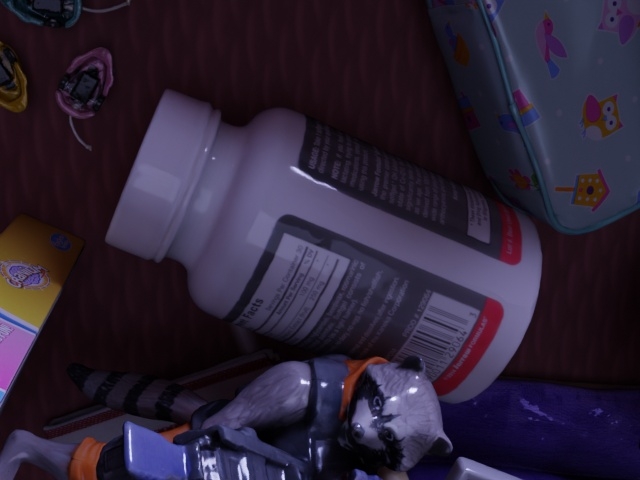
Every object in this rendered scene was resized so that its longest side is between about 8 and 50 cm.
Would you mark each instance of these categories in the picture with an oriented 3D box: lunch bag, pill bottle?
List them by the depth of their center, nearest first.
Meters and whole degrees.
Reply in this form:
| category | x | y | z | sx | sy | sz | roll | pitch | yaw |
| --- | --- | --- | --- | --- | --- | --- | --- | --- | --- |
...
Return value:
| category | x | y | z | sx | sy | sz | roll | pitch | yaw |
| --- | --- | --- | --- | --- | --- | --- | --- | --- | --- |
| pill bottle | 0.000 | 0.000 | 0.685 | 0.318 | 0.176 | 0.176 | 22 | 102 | -13 |
| lunch bag | 0.223 | -0.158 | 0.697 | 0.224 | 0.108 | 0.279 | -29 | 110 | -10 |

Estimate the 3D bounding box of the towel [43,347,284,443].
| category | x | y | z | sx | sy | sz | roll | pitch | yaw |
| --- | --- | --- | --- | --- | --- | --- | --- | --- | --- |
| towel | -0.094 | 0.279 | 0.823 | 0.236 | 0.037 | 0.329 | -20 | 106 | 5 |

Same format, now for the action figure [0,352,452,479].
| category | x | y | z | sx | sy | sz | roll | pitch | yaw |
| --- | --- | --- | --- | --- | --- | --- | --- | --- | --- |
| action figure | -0.074 | 0.136 | 0.606 | 0.330 | 0.179 | 0.341 | -12 | 148 | 18 |

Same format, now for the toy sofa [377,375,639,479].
| category | x | y | z | sx | sy | sz | roll | pitch | yaw |
| --- | --- | --- | --- | --- | --- | --- | --- | --- | --- |
| toy sofa | 0.218 | 0.230 | 0.792 | 0.362 | 0.150 | 0.177 | 7 | 106 | -9 |

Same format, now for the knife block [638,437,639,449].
| category | x | y | z | sx | sy | sz | roll | pitch | yaw |
| --- | --- | --- | --- | --- | --- | --- | --- | --- | --- |
| knife block | 0.347 | 0.070 | 0.721 | 0.088 | 0.242 | 0.276 | 8 | 111 | 37 |

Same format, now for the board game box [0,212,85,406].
| category | x | y | z | sx | sy | sz | roll | pitch | yaw |
| --- | --- | --- | --- | --- | --- | --- | --- | --- | --- |
| board game box | -0.272 | 0.132 | 0.618 | 0.064 | 0.316 | 0.242 | 27 | 101 | -13 |

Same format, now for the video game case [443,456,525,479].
| category | x | y | z | sx | sy | sz | roll | pitch | yaw |
| --- | --- | --- | --- | --- | --- | --- | --- | --- | --- |
| video game case | 0.159 | 0.289 | 0.713 | 0.201 | 0.023 | 0.184 | 23 | 106 | -13 |

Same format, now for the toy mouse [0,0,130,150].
| category | x | y | z | sx | sy | sz | roll | pitch | yaw |
| --- | --- | --- | --- | --- | --- | --- | --- | --- | --- |
| toy mouse | -0.211 | -0.158 | 0.690 | 0.143 | 0.031 | 0.161 | -35 | 107 | 4 |
